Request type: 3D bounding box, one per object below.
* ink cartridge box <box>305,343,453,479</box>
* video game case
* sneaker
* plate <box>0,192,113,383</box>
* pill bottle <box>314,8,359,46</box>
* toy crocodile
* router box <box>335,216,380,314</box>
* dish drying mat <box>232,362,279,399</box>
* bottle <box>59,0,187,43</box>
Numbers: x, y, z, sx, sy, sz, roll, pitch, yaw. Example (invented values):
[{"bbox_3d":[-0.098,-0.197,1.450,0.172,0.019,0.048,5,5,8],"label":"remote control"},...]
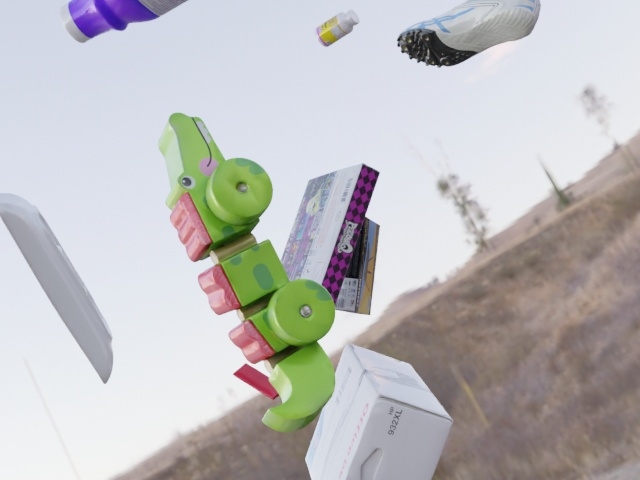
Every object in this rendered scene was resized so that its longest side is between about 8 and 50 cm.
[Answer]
[{"bbox_3d":[0.083,0.318,1.667,0.307,0.129,0.223,-128,58,-79],"label":"ink cartridge box"},{"bbox_3d":[0.000,0.000,1.689,0.041,0.232,0.210,24,-14,-21],"label":"video game case"},{"bbox_3d":[0.227,-0.330,1.616,0.237,0.085,0.086,-10,44,34],"label":"sneaker"},{"bbox_3d":[-0.366,0.051,1.484,0.045,0.278,0.277,-31,12,-10],"label":"plate"},{"bbox_3d":[0.033,-0.405,2.003,0.083,0.043,0.043,-27,-10,30],"label":"pill bottle"},{"bbox_3d":[-0.081,0.029,1.068,0.105,0.341,0.115,-25,-5,-27],"label":"toy crocodile"},{"bbox_3d":[0.070,0.048,1.994,0.046,0.179,0.133,5,-5,16],"label":"router box"},{"bbox_3d":[-0.093,0.215,1.609,0.032,0.083,0.008,-39,-39,-36],"label":"dish drying mat"},{"bbox_3d":[-0.270,-0.396,1.619,0.282,0.092,0.118,-26,-30,19],"label":"bottle"}]
